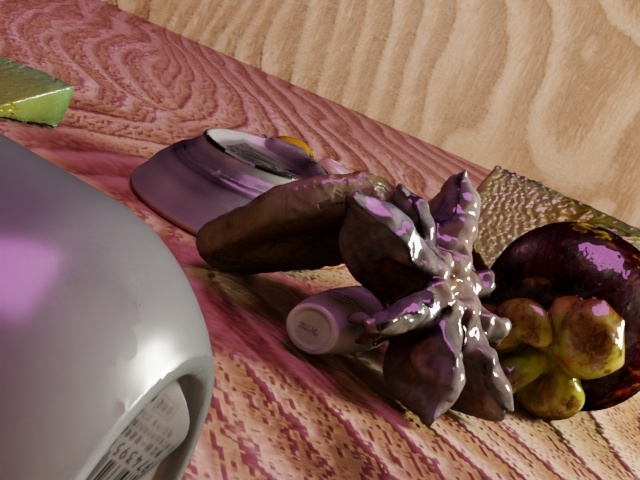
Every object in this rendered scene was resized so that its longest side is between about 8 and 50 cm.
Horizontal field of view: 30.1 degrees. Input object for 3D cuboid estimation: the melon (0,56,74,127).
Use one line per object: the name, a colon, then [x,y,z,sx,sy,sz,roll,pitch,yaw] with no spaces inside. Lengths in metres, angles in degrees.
melon: [-0.416,-0.185,1.338,0.261,0.053,0.114,21,29,1]

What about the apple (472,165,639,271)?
apple: [0.314,0.040,1.471,0.346,0.179,0.254,30,0,32]

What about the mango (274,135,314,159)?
mango: [-0.048,-0.116,1.720,0.079,0.057,0.114,36,18,6]

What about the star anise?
star anise: [0.091,0.043,0.991,0.229,0.093,0.236,46,45,-27]

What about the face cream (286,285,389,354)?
face cream: [0.025,0.069,1.044,0.072,0.051,0.182,25,10,20]

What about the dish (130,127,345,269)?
dish: [-0.071,-0.063,1.298,0.260,0.085,0.260,20,16,-6]

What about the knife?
knife: [0.122,-0.019,1.731,0.336,0.043,0.081,37,9,23]

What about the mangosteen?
mangosteen: [0.226,0.090,1.124,0.192,0.192,0.217,29,51,21]

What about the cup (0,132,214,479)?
cup: [-0.203,0.024,0.389,0.312,0.205,0.205,28,12,11]

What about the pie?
pie: [-0.010,-0.012,1.078,0.195,0.046,0.195,-9,-15,-3]
